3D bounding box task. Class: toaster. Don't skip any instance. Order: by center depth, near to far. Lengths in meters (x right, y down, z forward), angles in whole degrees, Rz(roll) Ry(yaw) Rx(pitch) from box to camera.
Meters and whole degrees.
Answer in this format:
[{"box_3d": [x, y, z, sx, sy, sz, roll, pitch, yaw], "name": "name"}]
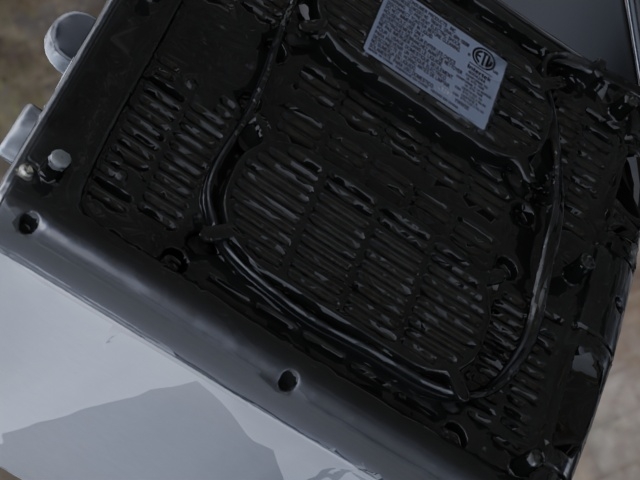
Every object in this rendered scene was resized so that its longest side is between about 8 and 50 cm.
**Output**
[{"box_3d": [0.000, 0.000, 0.485, 0.185, 0.168, 0.110, 32, 140, -12], "name": "toaster"}]

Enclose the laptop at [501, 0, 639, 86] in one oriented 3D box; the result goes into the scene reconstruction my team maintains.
[{"box_3d": [0.125, -0.206, 1.122, 0.236, 0.408, 0.382, 12, 133, 36], "name": "laptop"}]
